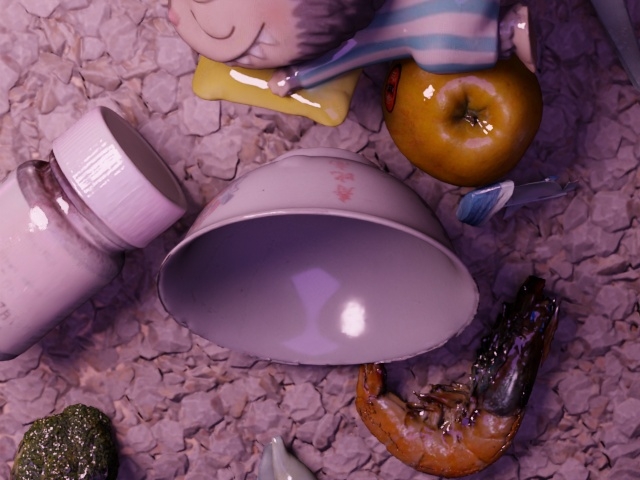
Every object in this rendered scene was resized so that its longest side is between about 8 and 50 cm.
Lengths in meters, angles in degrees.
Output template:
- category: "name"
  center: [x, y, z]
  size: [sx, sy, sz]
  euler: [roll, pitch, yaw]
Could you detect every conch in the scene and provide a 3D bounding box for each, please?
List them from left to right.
- category: "conch"
  center: [-0.030, 0.323, 1.326]
  size: [0.065, 0.088, 0.180]
  euler: [-32, 100, -39]

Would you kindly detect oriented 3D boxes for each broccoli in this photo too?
- category: "broccoli"
  center: [-0.305, 0.279, 1.262]
  size: [0.138, 0.145, 0.162]
  euler: [-3, 93, 37]

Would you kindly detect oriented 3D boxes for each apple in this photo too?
- category: "apple"
  center: [0.155, -0.146, 1.159]
  size: [0.182, 0.155, 0.182]
  euler: [-1, 103, -4]

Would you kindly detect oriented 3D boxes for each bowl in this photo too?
- category: "bowl"
  center: [0.000, 0.000, 1.163]
  size: [0.345, 0.345, 0.157]
  euler: [5, 60, -4]

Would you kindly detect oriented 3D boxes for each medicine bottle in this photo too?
- category: "medicine bottle"
  center: [-0.295, -0.007, 1.170]
  size: [0.273, 0.165, 0.165]
  euler: [-40, 103, 6]

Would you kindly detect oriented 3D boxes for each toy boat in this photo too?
- category: "toy boat"
  center: [0.228, -0.049, 1.220]
  size: [0.149, 0.105, 0.034]
  euler: [-13, 71, 5]

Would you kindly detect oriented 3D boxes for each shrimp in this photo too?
- category: "shrimp"
  center: [0.162, 0.152, 1.288]
  size: [0.222, 0.054, 0.290]
  euler: [24, 106, -8]

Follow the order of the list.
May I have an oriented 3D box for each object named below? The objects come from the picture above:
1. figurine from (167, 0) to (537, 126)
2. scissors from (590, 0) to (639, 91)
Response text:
- category: "figurine"
  center: [0.011, -0.300, 0.953]
  size: [0.361, 0.378, 0.266]
  euler: [-2, 65, 10]
- category: "scissors"
  center: [0.271, -0.330, 1.122]
  size: [0.192, 0.029, 0.447]
  euler: [-3, 133, 42]
